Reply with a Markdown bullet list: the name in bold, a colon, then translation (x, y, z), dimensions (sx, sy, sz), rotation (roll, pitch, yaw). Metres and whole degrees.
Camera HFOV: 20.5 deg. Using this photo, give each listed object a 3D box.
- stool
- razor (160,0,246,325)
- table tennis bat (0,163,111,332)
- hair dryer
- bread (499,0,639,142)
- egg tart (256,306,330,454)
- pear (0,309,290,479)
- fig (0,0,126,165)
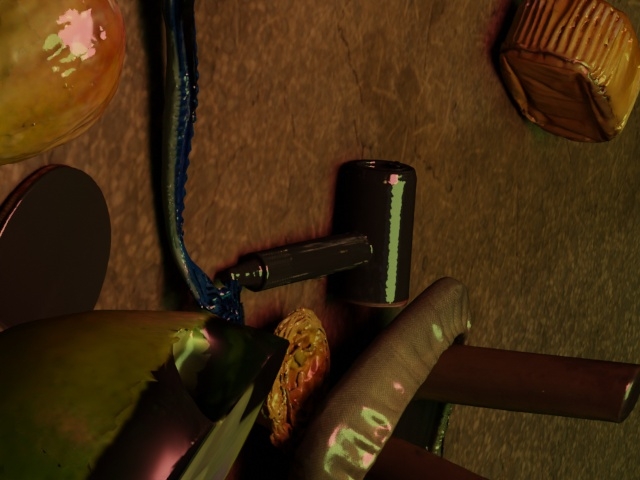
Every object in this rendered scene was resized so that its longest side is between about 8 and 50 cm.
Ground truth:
- **stool**: translation (0.122, 0.240, 1.612), dimensions (0.310, 0.226, 0.310), rotation (-45, 149, -44)
- **razor**: translation (-0.098, -0.067, 1.332), dimensions (0.093, 0.056, 0.324), rotation (-103, -174, -64)
- **table tennis bat**: translation (-0.203, 0.050, 1.215), dimensions (0.220, 0.019, 0.130), rotation (-68, 149, -23)
- **hair dryer**: translation (0.000, 0.000, 1.533), dimensions (0.255, 0.070, 0.128), rotation (-10, 108, -56)
- **bread**: translation (0.268, -0.188, 1.877), dimensions (0.114, 0.132, 0.190), rotation (-66, 153, -22)
- **egg tart**: translation (-0.031, 0.119, 1.529), dimensions (0.129, 0.049, 0.128), rotation (6, 90, -65)
- **pear**: translation (-0.194, 0.183, 1.048), dimensions (0.399, 0.165, 0.399), rotation (-58, 174, -9)
- **fig**: translation (-0.230, -0.087, 1.017), dimensions (0.257, 0.159, 0.159), rotation (-39, 135, -26)
